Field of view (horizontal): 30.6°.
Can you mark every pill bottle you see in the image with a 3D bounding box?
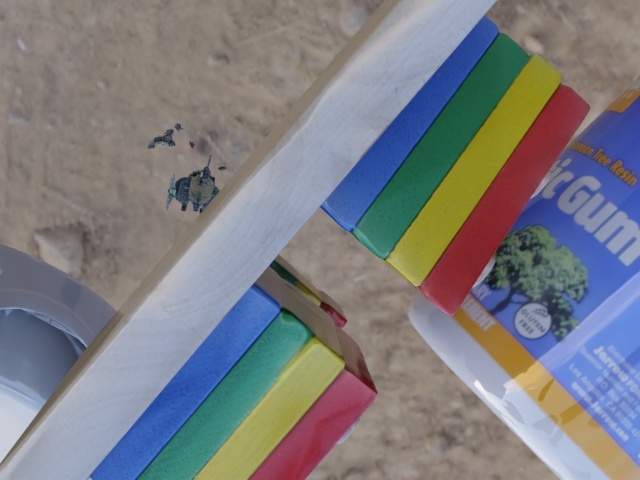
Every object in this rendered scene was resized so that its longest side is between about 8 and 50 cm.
[{"bbox_3d":[0.188,-0.005,0.591,0.272,0.152,0.152,-45,143,1],"label":"pill bottle"}]

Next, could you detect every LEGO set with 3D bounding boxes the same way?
[{"bbox_3d":[-0.097,-0.048,0.880,0.054,0.083,0.023,-18,-173,-18],"label":"LEGO set"}]

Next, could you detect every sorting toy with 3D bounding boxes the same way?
[{"bbox_3d":[0.000,0.000,0.495,0.255,0.089,0.257,-49,-174,2],"label":"sorting toy"}]

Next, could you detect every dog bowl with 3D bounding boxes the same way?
[{"bbox_3d":[-0.293,0.110,0.885,0.349,0.102,0.348,4,145,3],"label":"dog bowl"}]
